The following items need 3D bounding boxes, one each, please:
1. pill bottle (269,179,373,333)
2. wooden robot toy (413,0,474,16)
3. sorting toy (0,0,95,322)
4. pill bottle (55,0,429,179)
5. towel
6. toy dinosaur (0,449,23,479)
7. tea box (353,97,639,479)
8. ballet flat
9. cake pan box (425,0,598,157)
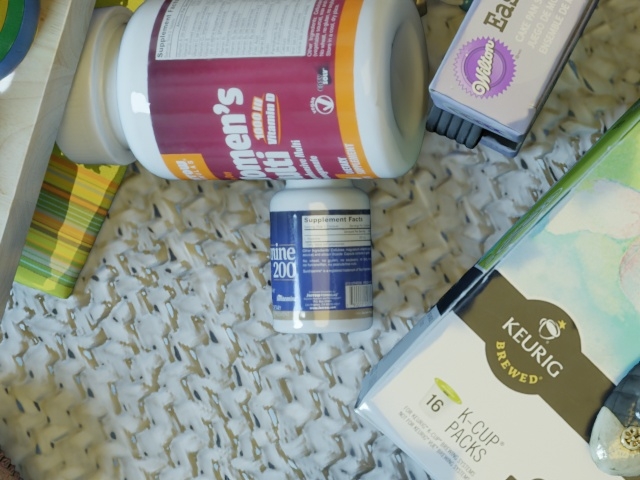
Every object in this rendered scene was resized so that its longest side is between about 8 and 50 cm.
[{"bbox_3d":[0.000,0.000,1.281,0.067,0.067,0.120,-1,90,2],"label":"pill bottle"},{"bbox_3d":[0.032,-0.162,1.273,0.173,0.079,0.076,-27,89,2],"label":"wooden robot toy"},{"bbox_3d":[-0.288,-0.102,1.224,0.257,0.089,0.255,17,91,32],"label":"sorting toy"},{"bbox_3d":[-0.052,-0.098,1.221,0.221,0.121,0.121,0,90,18],"label":"pill bottle"},{"bbox_3d":[-0.167,-0.085,1.313,0.102,0.021,0.237,25,90,-4],"label":"towel"},{"bbox_3d":[-0.302,0.144,1.272,0.296,0.127,0.200,-1,83,-3],"label":"toy dinosaur"},{"bbox_3d":[0.247,0.094,1.195,0.329,0.220,0.323,44,91,2],"label":"tea box"},{"bbox_3d":[0.218,0.069,1.061,0.173,0.049,0.057,-36,87,2],"label":"ballet flat"},{"bbox_3d":[0.148,-0.175,1.186,0.070,0.246,0.266,26,93,6],"label":"cake pan box"}]
